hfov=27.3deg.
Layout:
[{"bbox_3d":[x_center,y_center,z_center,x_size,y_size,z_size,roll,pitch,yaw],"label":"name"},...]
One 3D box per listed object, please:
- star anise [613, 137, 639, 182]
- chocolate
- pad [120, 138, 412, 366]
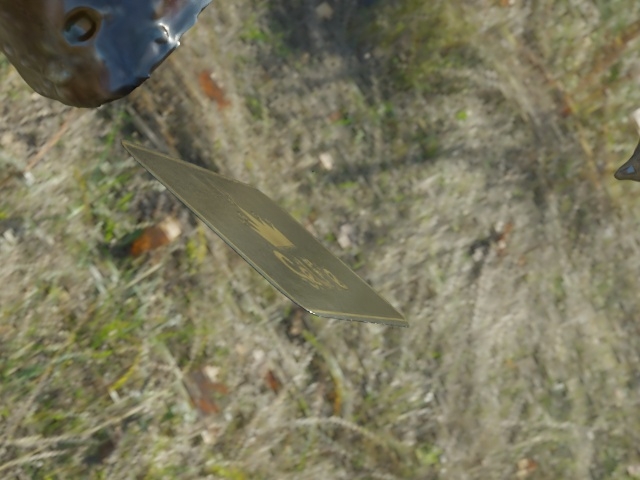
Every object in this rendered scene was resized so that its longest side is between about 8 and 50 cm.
[{"bbox_3d":[0.261,-0.085,0.706,0.073,0.197,0.212,42,59,-41],"label":"star anise"},{"bbox_3d":[-0.234,-0.288,1.130,0.210,0.225,0.340,53,6,-40],"label":"chocolate"},{"bbox_3d":[0.000,0.001,1.266,0.315,0.063,0.375,43,9,16],"label":"pad"}]
